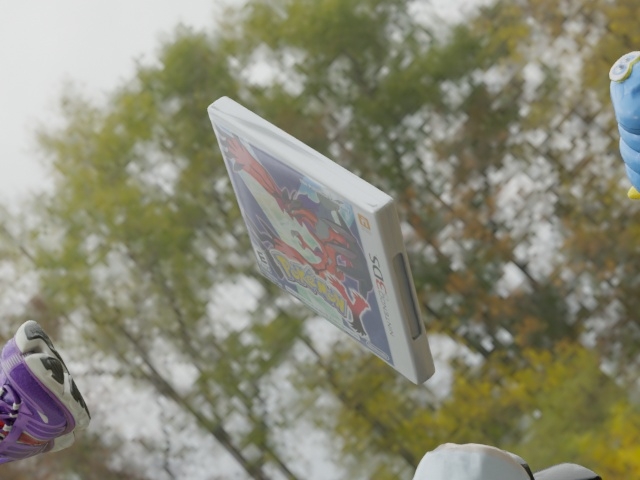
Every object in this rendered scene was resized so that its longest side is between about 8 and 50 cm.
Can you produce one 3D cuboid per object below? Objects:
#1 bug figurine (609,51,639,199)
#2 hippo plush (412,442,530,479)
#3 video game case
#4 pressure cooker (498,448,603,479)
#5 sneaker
[{"bbox_3d":[0.214,-0.086,0.799,0.279,0.072,0.216,-53,-34,-26],"label":"bug figurine"},{"bbox_3d":[0.062,0.295,0.962,0.236,0.234,0.294,-43,6,39],"label":"hippo plush"},{"bbox_3d":[0.000,0.000,1.239,0.023,0.201,0.183,-36,-45,-21],"label":"video game case"},{"bbox_3d":[0.135,0.396,1.326,0.421,0.375,0.369,-16,-42,-23],"label":"pressure cooker"},{"bbox_3d":[-0.186,0.107,0.993,0.071,0.068,0.170,-27,-16,-23],"label":"sneaker"}]
